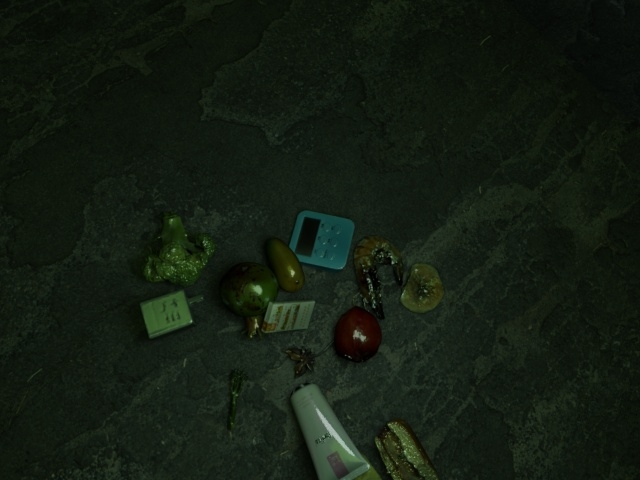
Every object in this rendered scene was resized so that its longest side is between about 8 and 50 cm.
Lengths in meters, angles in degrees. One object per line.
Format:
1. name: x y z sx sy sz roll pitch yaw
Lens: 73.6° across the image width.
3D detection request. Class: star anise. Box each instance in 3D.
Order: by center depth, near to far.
1. star anise: -0.017 0.425 1.722 0.148 0.219 0.227 33 25 30

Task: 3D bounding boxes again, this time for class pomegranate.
1. pomegranate: -0.286 0.224 1.644 0.230 0.231 0.286 15 104 -6

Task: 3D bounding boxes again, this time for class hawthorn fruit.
1. hawthorn fruit: 0.143 0.354 1.688 0.189 0.189 0.252 2 68 -9

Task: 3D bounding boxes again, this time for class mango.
1. mango: -0.146 0.092 1.719 0.114 0.156 0.251 -17 70 -17

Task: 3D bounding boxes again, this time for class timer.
1. timer: 0.000 0.000 1.802 0.249 0.091 0.232 14 74 -2

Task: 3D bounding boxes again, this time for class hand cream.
1. hand cream: 0.009 0.693 1.539 0.185 0.118 0.359 -29 57 -6

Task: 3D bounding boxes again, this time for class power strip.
1. power strip: -0.538 0.269 1.607 0.224 0.139 0.140 -17 78 -14

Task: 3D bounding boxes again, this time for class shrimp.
1. shrimp: 0.264 0.150 1.823 0.233 0.071 0.365 -5 71 -17

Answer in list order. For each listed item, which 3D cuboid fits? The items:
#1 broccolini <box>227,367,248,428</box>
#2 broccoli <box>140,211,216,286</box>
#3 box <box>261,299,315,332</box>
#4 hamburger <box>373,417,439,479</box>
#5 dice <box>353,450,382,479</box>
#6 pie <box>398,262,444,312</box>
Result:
1. broccolini: -0.315 0.594 1.616 0.067 0.058 0.216 -3 80 32
2. broccoli: -0.539 0.030 1.646 0.253 0.186 0.302 10 80 2
3. box: -0.120 0.289 1.645 0.220 0.032 0.122 5 107 -46
4. hamburger: 0.316 0.807 1.607 0.155 0.245 0.282 -33 127 8
5. dice: 0.127 0.885 1.546 0.169 0.166 0.169 -34 83 -16
6. pie: 0.442 0.210 1.843 0.185 0.052 0.218 25 75 -8
